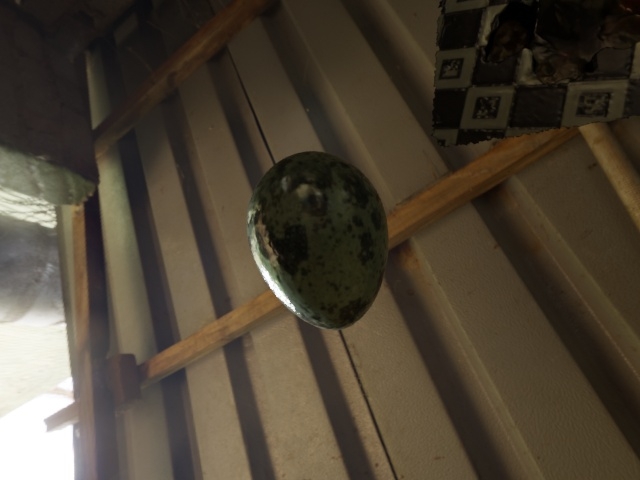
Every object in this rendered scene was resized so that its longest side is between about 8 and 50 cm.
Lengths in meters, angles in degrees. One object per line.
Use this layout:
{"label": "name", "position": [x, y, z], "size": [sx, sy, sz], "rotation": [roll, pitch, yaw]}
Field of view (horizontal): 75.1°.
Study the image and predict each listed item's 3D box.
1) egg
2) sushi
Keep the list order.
{"label": "egg", "position": [0.000, 0.000, 0.397], "size": [0.132, 0.132, 0.172], "rotation": [-18, -95, 23]}
{"label": "sushi", "position": [0.208, -0.174, 0.361], "size": [0.210, 0.040, 0.192], "rotation": [0, -102, 32]}
